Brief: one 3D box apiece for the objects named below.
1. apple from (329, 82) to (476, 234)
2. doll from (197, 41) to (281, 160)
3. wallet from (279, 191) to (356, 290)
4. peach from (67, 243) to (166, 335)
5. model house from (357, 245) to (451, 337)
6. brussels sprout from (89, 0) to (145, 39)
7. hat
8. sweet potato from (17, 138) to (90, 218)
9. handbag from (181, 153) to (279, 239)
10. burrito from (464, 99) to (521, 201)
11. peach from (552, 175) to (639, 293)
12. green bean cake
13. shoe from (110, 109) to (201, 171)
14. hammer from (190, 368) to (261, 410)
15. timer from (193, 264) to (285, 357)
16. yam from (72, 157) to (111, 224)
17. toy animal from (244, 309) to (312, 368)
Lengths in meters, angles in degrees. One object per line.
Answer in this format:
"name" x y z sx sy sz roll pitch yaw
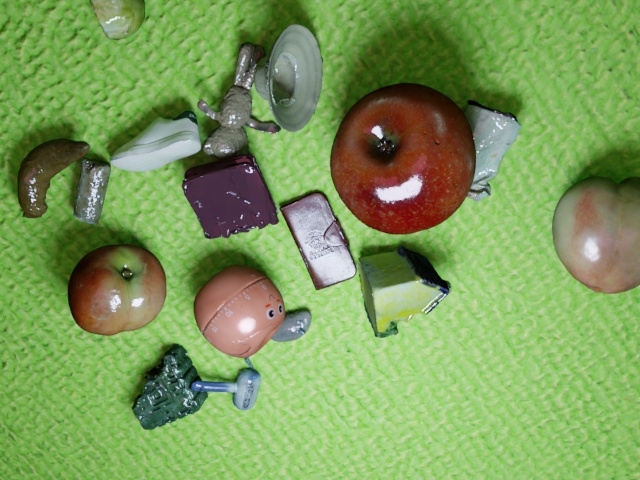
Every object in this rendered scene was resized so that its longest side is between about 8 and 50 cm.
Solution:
"apple" 0.189 -0.189 1.507 0.348 0.277 0.348 -4 80 22
"doll" -0.216 -0.338 1.613 0.203 0.091 0.286 -20 119 -25
"wallet" 0.000 0.000 1.721 0.137 0.031 0.255 -22 103 9
"peach" -0.531 0.131 1.683 0.252 0.252 0.252 1 106 3
"model house" 0.216 0.122 1.666 0.211 0.194 0.170 -14 118 -5
"brussels sprout" -0.481 -0.564 1.539 0.122 0.149 0.151 -23 143 -6
"hat" -0.100 -0.390 1.547 0.110 0.252 0.252 11 108 28
"sweet potato" -0.719 -0.178 1.683 0.124 0.098 0.310 44 109 -2
"handbag" -0.229 -0.108 1.655 0.203 0.074 0.216 -14 128 10
"burrito" 0.393 -0.221 1.609 0.144 0.089 0.229 23 106 12
"peach" 0.708 -0.015 1.560 0.292 0.247 0.292 1 86 -8
"green bean cake" -0.449 0.422 1.830 0.208 0.107 0.193 -24 104 11
"shoe" -0.419 -0.256 1.656 0.265 0.095 0.110 -9 68 21
"hammer" -0.267 0.415 1.808 0.194 0.069 0.116 8 108 -23
"timer" -0.208 0.183 1.681 0.229 0.229 0.215 -44 82 14
"yam" -0.604 -0.128 1.701 0.078 0.078 0.179 19 107 -2
"toy animal" -0.128 0.271 1.790 0.253 0.070 0.079 -36 84 15
